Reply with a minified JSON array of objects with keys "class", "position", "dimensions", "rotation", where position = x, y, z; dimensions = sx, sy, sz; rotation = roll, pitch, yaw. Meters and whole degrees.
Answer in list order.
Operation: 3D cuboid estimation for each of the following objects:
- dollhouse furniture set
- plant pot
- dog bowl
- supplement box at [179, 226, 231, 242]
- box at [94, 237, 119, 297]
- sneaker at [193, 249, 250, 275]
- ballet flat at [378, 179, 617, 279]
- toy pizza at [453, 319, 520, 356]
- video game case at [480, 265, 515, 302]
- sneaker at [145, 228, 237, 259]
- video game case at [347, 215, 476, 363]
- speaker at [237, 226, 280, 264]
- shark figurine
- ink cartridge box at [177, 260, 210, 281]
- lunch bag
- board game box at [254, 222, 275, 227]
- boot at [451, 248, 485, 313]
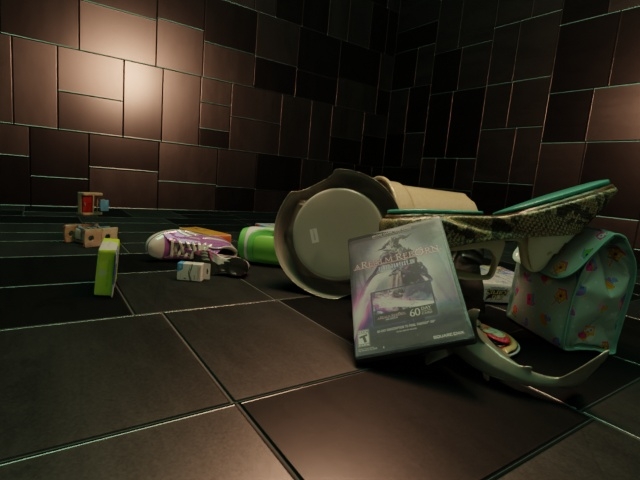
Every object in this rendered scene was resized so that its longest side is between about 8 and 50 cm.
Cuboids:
[{"class":"dollhouse furniture set","position":[-0.837,-0.079,1.480],"dimensions":[0.130,0.183,0.129],"rotation":[10,10,27]},{"class":"plant pot","position":[0.328,-0.043,1.334],"dimensions":[0.306,0.332,0.334],"rotation":[-2,10,-14]},{"class":"dog bowl","position":[0.052,-0.015,1.115],"dimensions":[0.350,0.347,0.102],"rotation":[7,-5,14]},{"class":"supplement box","position":[-0.447,-0.002,1.560],"dimensions":[0.234,0.080,0.078],"rotation":[14,11,38]},{"class":"box","position":[-0.511,0.062,0.978],"dimensions":[0.043,0.108,0.178],"rotation":[5,7,-24]},{"class":"sneaker","position":[-0.295,0.074,1.226],"dimensions":[0.179,0.071,0.077],"rotation":[14,-2,7]},{"class":"ballet flat","position":[0.376,-0.008,0.884],"dimensions":[0.484,0.181,0.164],"rotation":[-8,1,9]},{"class":"toy pizza","position":[0.306,0.192,0.847],"dimensions":[0.202,0.032,0.201],"rotation":[5,8,-1]},{"class":"video game case","position":[0.515,0.131,1.271],"dimensions":[0.245,0.061,0.269],"rotation":[2,9,-6]},{"class":"sneaker","position":[-0.409,0.026,1.325],"dimensions":[0.283,0.102,0.161],"rotation":[-1,13,-34]},{"class":"video game case","position":[0.152,0.081,0.753],"dimensions":[0.196,0.026,0.274],"rotation":[-15,47,15]},{"class":"speaker","position":[-0.124,0.024,1.398],"dimensions":[0.297,0.131,0.131],"rotation":[6,9,7]},{"class":"shark figurine","position":[0.290,0.170,0.678],"dimensions":[0.167,0.116,0.278],"rotation":[-18,25,-30]},{"class":"ink cartridge box","position":[-0.349,0.085,1.120],"dimensions":[0.084,0.048,0.028],"rotation":[5,9,0]},{"class":"lunch bag","position":[0.548,0.088,0.908],"dimensions":[0.160,0.261,0.223],"rotation":[4,9,-7]},{"class":"board game box","position":[-0.090,-0.014,1.811],"dimensions":[0.309,0.086,0.302],"rotation":[-1,10,-35]},{"class":"boot","position":[0.244,0.059,0.995],"dimensions":[0.339,0.222,0.118],"rotation":[7,-11,-12]}]
